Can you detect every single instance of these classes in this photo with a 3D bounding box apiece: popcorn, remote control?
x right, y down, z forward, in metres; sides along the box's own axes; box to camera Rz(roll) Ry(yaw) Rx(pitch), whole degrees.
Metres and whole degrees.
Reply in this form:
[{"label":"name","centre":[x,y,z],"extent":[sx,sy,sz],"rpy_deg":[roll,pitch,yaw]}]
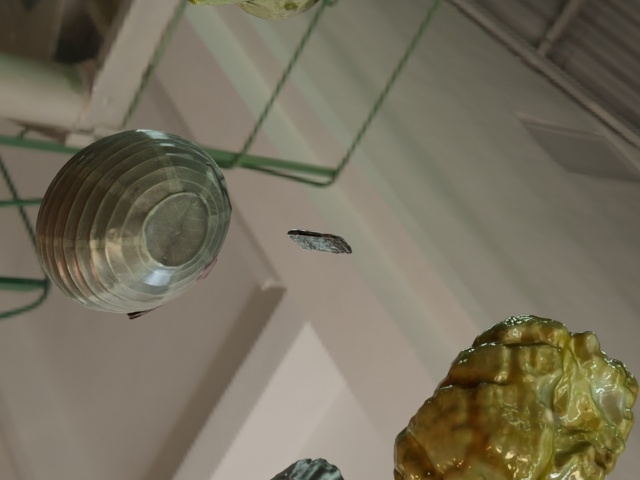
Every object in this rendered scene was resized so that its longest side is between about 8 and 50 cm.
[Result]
[{"label":"popcorn","centre":[0.240,0.256,1.574],"extent":[0.292,0.334,0.294],"rpy_deg":[-15,-107,42]},{"label":"remote control","centre":[0.000,0.000,1.486],"extent":[0.096,0.039,0.014],"rpy_deg":[8,-119,49]}]

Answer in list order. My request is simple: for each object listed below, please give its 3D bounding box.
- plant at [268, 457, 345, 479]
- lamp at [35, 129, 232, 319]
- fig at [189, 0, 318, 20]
[{"label":"plant","centre":[-0.045,0.386,1.574],"extent":[0.164,0.256,0.142],"rpy_deg":[-24,-86,29]},{"label":"lamp","centre":[-0.237,-0.028,1.522],"extent":[0.233,0.233,0.265],"rpy_deg":[18,-119,50]},{"label":"fig","centre":[-0.077,-0.356,1.451],"extent":[0.206,0.275,0.206],"rpy_deg":[15,-56,22]}]
